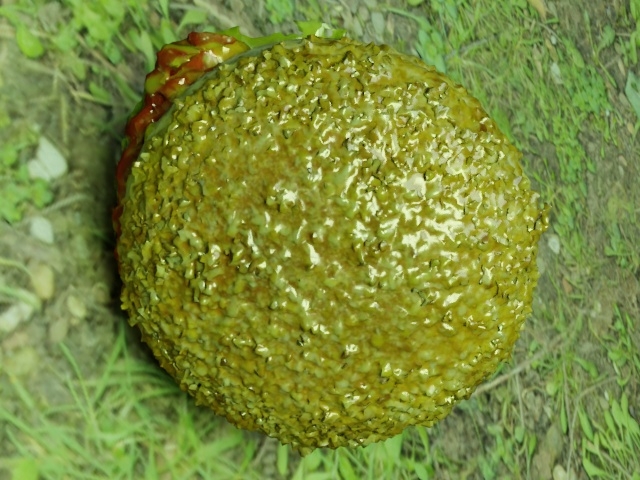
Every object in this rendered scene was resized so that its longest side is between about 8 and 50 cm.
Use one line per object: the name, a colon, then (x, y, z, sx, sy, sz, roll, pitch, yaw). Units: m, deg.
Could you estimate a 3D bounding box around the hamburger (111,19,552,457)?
hamburger: (0.000, 0.000, 0.900, 0.179, 0.294, 0.276, -48, 156, -74)
